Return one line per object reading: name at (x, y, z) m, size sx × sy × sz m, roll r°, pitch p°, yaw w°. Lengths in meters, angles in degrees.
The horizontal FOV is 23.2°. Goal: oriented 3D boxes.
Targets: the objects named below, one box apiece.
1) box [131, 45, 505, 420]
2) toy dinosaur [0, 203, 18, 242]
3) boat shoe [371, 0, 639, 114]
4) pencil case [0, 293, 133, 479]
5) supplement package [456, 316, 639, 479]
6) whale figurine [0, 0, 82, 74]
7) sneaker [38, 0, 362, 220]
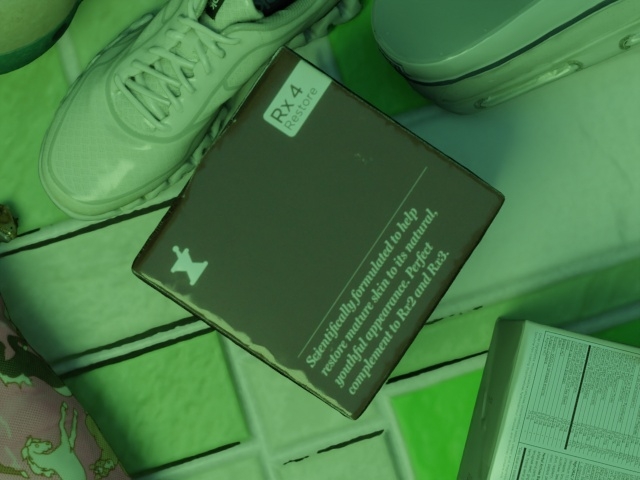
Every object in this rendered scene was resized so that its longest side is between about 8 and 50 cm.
box at (0.000, 0.000, 1.021) m, size 0.167 × 0.203 × 0.168 m, roll 35°, pitch 89°, yaw 2°
toy dinosaur at (-0.323, -0.013, 1.107) m, size 0.212 × 0.064 × 0.112 m, roll 16°, pitch 67°, yaw -6°
boat shoe at (0.224, -0.186, 1.060) m, size 0.367 × 0.156 × 0.135 m, roll -30°, pitch 59°, yaw 11°
pencil case at (-0.207, 0.202, 1.040) m, size 0.160 × 0.167 × 0.386 m, roll -34°, pitch 86°, yaw 32°
supplement package at (0.204, 0.144, 1.014) m, size 0.203 × 0.194 × 0.149 m, roll 14°, pitch 88°, yaw 2°
whale figurine at (-0.223, -0.230, 1.089) m, size 0.216 × 0.141 × 0.272 m, roll 28°, pitch 64°, yaw 2°
sneaker at (-0.085, -0.131, 1.073) m, size 0.292 × 0.118 × 0.110 m, roll -44°, pitch 89°, yaw 0°
